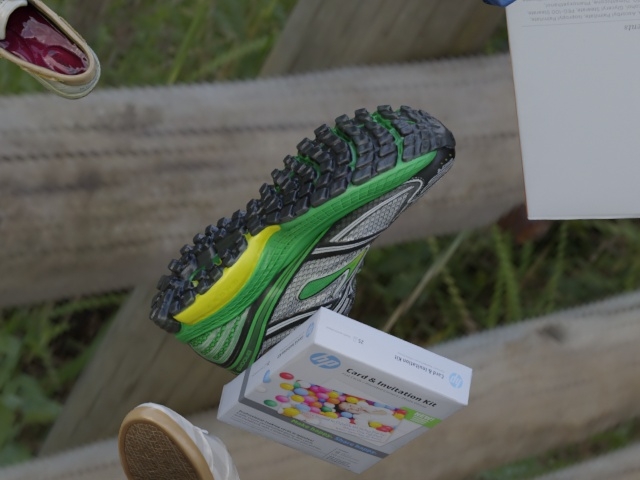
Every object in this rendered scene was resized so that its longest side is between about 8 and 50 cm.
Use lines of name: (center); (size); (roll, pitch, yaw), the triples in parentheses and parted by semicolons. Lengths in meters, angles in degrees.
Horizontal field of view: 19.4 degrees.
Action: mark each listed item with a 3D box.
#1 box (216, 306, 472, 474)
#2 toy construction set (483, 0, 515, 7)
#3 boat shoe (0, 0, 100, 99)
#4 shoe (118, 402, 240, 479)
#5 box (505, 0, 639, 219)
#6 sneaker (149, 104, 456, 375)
box: (0.018, 0.129, 1.563); (0.145, 0.186, 0.038); (24, 55, -19)
toy construction set: (0.152, -0.271, 0.812); (0.257, 0.237, 0.309); (-27, 99, -34)
boat shoe: (-0.193, -0.137, 1.149); (0.135, 0.045, 0.050); (30, 79, -7)
shoe: (-0.113, 0.206, 1.618); (0.076, 0.219, 0.058); (-5, 44, 21)
box: (0.275, -0.217, 1.750); (0.168, 0.345, 0.215); (-2, 21, 18)
sneaker: (0.000, 0.000, 1.811); (0.146, 0.343, 0.134); (41, 24, -25)
